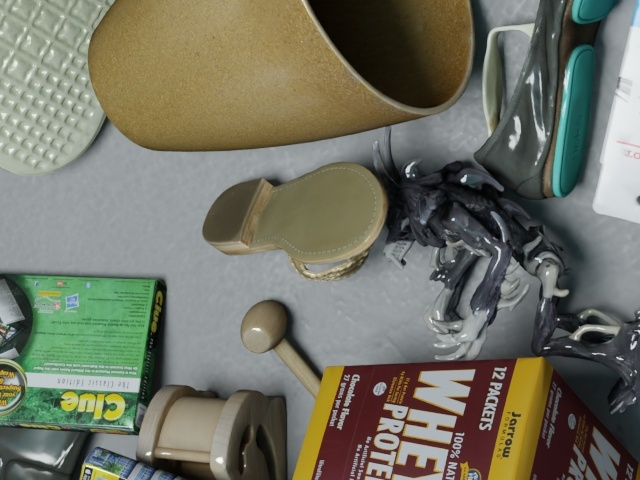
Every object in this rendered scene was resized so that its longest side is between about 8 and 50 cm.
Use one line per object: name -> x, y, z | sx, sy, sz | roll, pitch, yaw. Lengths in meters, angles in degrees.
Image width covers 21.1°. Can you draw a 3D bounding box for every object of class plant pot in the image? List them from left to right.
plant pot -> -0.050, -0.165, 1.330 | 0.254, 0.237, 0.237 | -22, 94, 36

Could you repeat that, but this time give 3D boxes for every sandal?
sandal -> 0.003, -0.006, 1.375 | 0.240, 0.079, 0.088 | 1, 63, 54

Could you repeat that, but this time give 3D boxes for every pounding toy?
pounding toy -> -0.054, 0.194, 1.419 | 0.154, 0.154, 0.270 | 3, 102, 17

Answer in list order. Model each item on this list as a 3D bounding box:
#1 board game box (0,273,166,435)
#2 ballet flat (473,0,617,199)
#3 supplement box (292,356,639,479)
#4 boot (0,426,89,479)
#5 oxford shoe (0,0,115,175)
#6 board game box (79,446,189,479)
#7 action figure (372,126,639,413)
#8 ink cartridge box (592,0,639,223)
board game box -> -0.268, 0.096, 1.501 | 0.259, 0.030, 0.136 | 2, 70, 17
ballet flat -> 0.176, -0.168, 1.314 | 0.096, 0.095, 0.280 | 22, 107, 24
supplement box -> 0.114, 0.192, 1.306 | 0.194, 0.129, 0.191 | -5, 144, 36
boot -> -0.290, 0.153, 1.539 | 0.198, 0.077, 0.137 | 29, 93, 11
oxford shoe -> -0.272, -0.276, 1.417 | 0.130, 0.169, 0.449 | 15, 121, 59
board game box -> -0.104, 0.263, 1.364 | 0.194, 0.060, 0.194 | 20, 124, 5
action figure -> 0.132, 0.035, 1.332 | 0.275, 0.164, 0.141 | 35, 104, 2
ink cartridge box -> 0.277, -0.101, 1.309 | 0.104, 0.060, 0.180 | 15, 104, 13
